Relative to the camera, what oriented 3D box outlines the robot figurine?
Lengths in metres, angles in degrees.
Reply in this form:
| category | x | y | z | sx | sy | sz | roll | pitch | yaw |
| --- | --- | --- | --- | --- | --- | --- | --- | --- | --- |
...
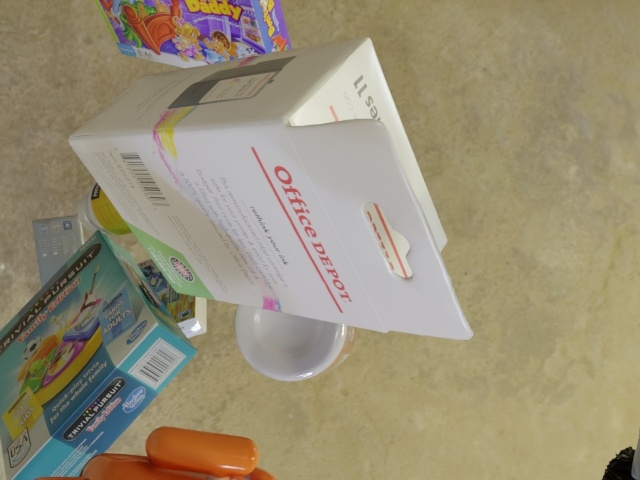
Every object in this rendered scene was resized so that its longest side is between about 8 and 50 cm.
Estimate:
| category | x | y | z | sx | sy | sz | roll | pitch | yaw |
| --- | --- | --- | --- | --- | --- | --- | --- | --- | --- |
| robot figurine | -0.106 | 0.223 | 0.473 | 0.220 | 0.128 | 0.158 | 15 | 64 | -26 |

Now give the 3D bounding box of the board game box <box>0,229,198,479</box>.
| category | x | y | z | sx | sy | sz | roll | pitch | yaw |
| --- | --- | --- | --- | --- | --- | --- | --- | --- | --- |
| board game box | -0.340 | 0.152 | 0.917 | 0.253 | 0.336 | 0.079 | -47 | 127 | -5 |

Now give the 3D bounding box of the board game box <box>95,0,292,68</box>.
| category | x | y | z | sx | sy | sz | roll | pitch | yaw |
| --- | --- | --- | --- | --- | --- | --- | --- | --- | --- |
| board game box | -0.233 | -0.406 | 1.123 | 0.347 | 0.233 | 0.078 | 17 | 61 | 21 |

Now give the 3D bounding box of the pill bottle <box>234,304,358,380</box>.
| category | x | y | z | sx | sy | sz | roll | pitch | yaw |
| --- | --- | --- | --- | --- | --- | --- | --- | --- | --- |
| pill bottle | -0.018 | 0.101 | 0.772 | 0.121 | 0.216 | 0.121 | -1 | 81 | 8 |

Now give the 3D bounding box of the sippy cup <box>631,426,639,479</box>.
| category | x | y | z | sx | sy | sz | roll | pitch | yaw |
| --- | --- | --- | --- | --- | --- | --- | --- | --- | --- |
| sippy cup | 0.309 | 0.088 | 0.390 | 0.306 | 0.240 | 0.223 | -4 | 113 | -52 |

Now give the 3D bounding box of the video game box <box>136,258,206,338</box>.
| category | x | y | z | sx | sy | sz | roll | pitch | yaw |
| --- | --- | --- | --- | --- | --- | --- | --- | --- | --- |
| video game box | -0.294 | 0.107 | 1.151 | 0.205 | 0.187 | 0.048 | -103 | 168 | -51 |

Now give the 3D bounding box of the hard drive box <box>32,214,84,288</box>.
| category | x | y | z | sx | sy | sz | roll | pitch | yaw |
| --- | --- | --- | --- | --- | --- | --- | --- | --- | --- |
| hard drive box | -0.518 | 0.079 | 1.324 | 0.089 | 0.181 | 0.232 | -9 | 84 | -20 |

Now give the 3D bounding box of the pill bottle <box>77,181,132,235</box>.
| category | x | y | z | sx | sy | sz | roll | pitch | yaw |
| --- | --- | --- | --- | --- | --- | --- | --- | --- | --- |
| pill bottle | -0.310 | -0.064 | 1.057 | 0.103 | 0.184 | 0.103 | 23 | 60 | -49 |

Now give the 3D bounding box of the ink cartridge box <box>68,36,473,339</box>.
| category | x | y | z | sx | sy | sz | roll | pitch | yaw |
| --- | --- | --- | --- | --- | --- | --- | --- | --- | --- |
| ink cartridge box | -0.032 | -0.044 | 0.558 | 0.119 | 0.354 | 0.207 | -51 | 129 | -33 |

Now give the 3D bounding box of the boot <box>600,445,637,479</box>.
| category | x | y | z | sx | sy | sz | roll | pitch | yaw |
| --- | --- | --- | --- | --- | --- | --- | --- | --- | --- |
| boot | 0.335 | 0.293 | 0.728 | 0.121 | 0.045 | 0.099 | -46 | 131 | -6 |
